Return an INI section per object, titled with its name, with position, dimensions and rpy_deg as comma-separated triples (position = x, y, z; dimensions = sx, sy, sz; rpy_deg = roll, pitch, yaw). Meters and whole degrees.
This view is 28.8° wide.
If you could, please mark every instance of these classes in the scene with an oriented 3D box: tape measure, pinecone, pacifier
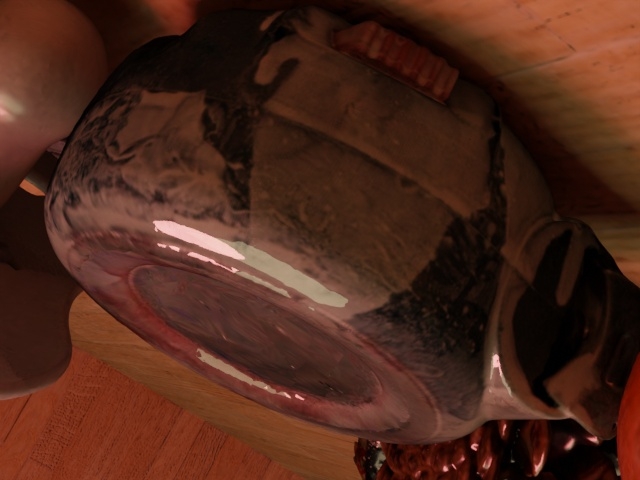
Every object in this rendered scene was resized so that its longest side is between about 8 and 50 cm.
[tape measure]
position = 0.000, 0.000, 0.647
dimensions = 0.275, 0.147, 0.256
rpy_deg = 36, 156, -22
[pinecone]
position = 0.136, 0.127, 0.776
dimensions = 0.207, 0.208, 0.208
rpy_deg = 26, 165, 7
[pacifier]
position = -0.212, -0.049, 0.723
dimensions = 0.244, 0.233, 0.299
rpy_deg = 35, -157, -11

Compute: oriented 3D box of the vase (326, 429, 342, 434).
[vase]
position = 0.017, 0.096, 1.075
dimensions = 0.096, 0.096, 0.219
rpy_deg = 24, 162, 15

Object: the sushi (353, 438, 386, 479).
[sushi]
position = 0.105, 0.228, 1.297
dimensions = 0.115, 0.147, 0.212
rpy_deg = 27, 149, 27

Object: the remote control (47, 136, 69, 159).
[remote control]
position = -0.177, -0.066, 0.965
dimensions = 0.107, 0.044, 0.377
rpy_deg = 14, 161, 24

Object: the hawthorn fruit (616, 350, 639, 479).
[hawthorn fruit]
position = 0.212, 0.087, 0.531
dimensions = 0.173, 0.173, 0.173
rpy_deg = 26, 165, 7
